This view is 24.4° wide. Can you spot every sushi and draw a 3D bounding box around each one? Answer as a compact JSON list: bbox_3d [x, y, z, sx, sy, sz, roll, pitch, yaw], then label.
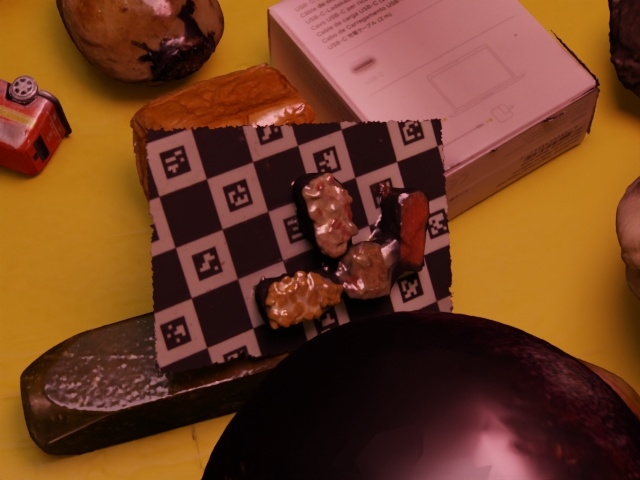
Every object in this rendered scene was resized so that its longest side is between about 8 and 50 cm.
[{"bbox_3d":[0.000,0.000,1.195,0.280,0.043,0.192,-5,95,-29],"label":"sushi"}]

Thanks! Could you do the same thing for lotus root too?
[{"bbox_3d":[-0.185,-0.226,1.422,0.138,0.138,0.214,-39,56,-21],"label":"lotus root"}]

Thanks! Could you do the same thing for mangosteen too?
[{"bbox_3d":[0.113,0.237,1.038,0.435,0.382,0.382,1,49,-46],"label":"mangosteen"}]

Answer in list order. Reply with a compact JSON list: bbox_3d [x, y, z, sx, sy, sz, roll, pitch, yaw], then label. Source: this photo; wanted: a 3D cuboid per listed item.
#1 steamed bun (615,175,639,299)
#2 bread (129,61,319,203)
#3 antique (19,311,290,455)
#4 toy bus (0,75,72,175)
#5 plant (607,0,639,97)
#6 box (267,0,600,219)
[{"bbox_3d":[0.387,0.010,1.212,0.352,0.247,0.339,49,52,-14],"label":"steamed bun"},{"bbox_3d":[-0.076,-0.057,1.285,0.143,0.149,0.158,-20,25,-15],"label":"bread"},{"bbox_3d":[-0.140,0.113,1.239,0.221,0.080,0.081,-15,62,-10],"label":"antique"},{"bbox_3d":[-0.325,-0.123,1.384,0.174,0.079,0.077,20,71,12],"label":"toy bus"},{"bbox_3d":[0.362,-0.248,1.415,0.146,0.149,0.274,49,43,-22],"label":"plant"},{"bbox_3d":[0.101,-0.155,1.387,0.203,0.106,0.251,-31,65,-16],"label":"box"}]
